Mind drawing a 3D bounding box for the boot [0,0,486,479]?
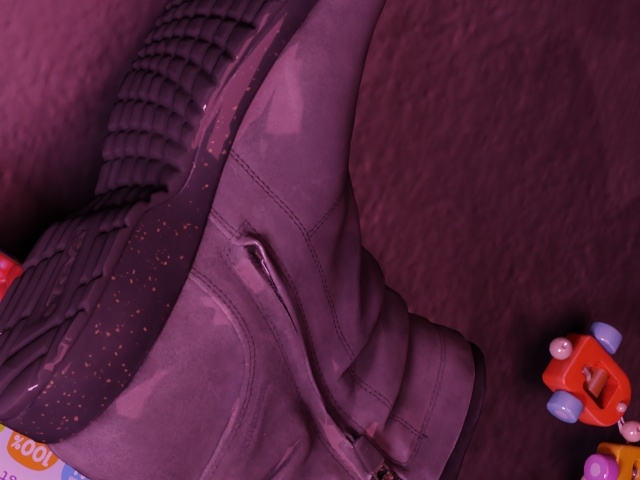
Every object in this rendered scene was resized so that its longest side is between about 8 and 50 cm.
[{"bbox_3d":[0.000,0.000,0.904,0.222,0.118,0.338,38,73,-27],"label":"boot"}]

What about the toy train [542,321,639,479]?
[{"bbox_3d":[0.131,0.133,1.038,0.125,0.046,0.166,41,69,-31],"label":"toy train"}]

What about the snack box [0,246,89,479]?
[{"bbox_3d":[-0.152,0.107,0.909,0.207,0.070,0.174,35,86,-25],"label":"snack box"}]
